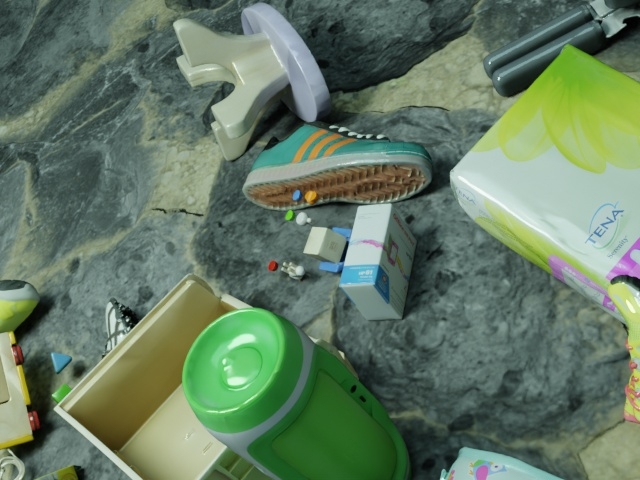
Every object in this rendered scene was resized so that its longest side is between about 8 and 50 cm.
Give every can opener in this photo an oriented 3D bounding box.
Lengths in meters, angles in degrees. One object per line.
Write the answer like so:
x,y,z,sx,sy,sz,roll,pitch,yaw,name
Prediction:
0.354,-0.299,1.139,0.280,0.093,0.074,-29,46,16,can opener

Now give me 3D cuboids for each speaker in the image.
-0.012,0.185,0.833,0.131,0.296,0.131,-17,49,20,speaker

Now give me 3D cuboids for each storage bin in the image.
-0.133,0.190,1.004,0.262,0.123,0.260,20,60,45,storage bin

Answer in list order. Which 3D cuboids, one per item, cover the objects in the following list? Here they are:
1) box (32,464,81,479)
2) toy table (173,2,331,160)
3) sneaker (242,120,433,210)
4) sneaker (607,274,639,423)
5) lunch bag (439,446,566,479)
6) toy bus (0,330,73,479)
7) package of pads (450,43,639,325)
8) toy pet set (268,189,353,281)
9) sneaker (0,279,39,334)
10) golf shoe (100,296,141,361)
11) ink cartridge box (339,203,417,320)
-0.389,0.337,1.068,0.105,0.179,0.043,-24,84,14,box
-0.116,-0.258,1.309,0.161,0.252,0.274,-27,31,-10,toy table
0.025,-0.122,1.188,0.302,0.108,0.121,-3,59,33,sneaker
0.315,0.131,0.770,0.094,0.081,0.208,-32,85,27,sneaker
0.188,0.318,0.703,0.262,0.160,0.223,17,67,34,lunch bag
-0.474,0.236,1.223,0.202,0.191,0.104,-61,6,-22,toy bus
0.318,-0.054,0.918,0.229,0.101,0.296,-46,59,-7,package of pads
0.000,0.000,1.144,0.114,0.065,0.122,7,75,55,toy pet set
-0.602,0.210,1.334,0.385,0.145,0.147,-38,75,-3,sneaker
-0.287,0.161,1.186,0.094,0.077,0.198,-38,43,1,golf shoe
0.075,0.027,1.051,0.052,0.088,0.122,-6,53,29,ink cartridge box
